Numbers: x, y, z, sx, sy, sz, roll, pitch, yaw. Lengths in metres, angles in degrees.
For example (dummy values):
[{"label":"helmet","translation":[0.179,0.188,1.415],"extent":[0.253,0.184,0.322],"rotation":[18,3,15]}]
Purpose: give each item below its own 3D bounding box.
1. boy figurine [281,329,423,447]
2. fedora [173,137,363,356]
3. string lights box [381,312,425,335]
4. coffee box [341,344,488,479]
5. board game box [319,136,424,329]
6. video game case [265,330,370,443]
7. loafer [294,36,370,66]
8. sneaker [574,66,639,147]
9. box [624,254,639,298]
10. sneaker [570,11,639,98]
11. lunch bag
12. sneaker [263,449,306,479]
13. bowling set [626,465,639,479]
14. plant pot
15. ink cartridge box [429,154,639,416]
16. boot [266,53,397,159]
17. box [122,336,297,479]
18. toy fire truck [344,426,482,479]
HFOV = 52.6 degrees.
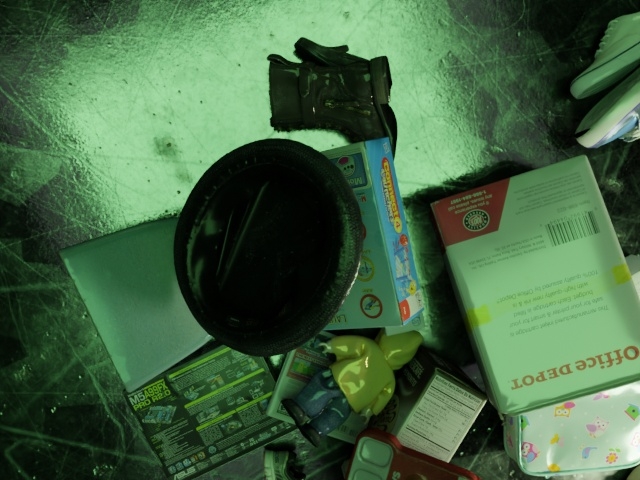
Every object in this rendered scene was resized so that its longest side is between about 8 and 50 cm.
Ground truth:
[{"label":"boy figurine","translation":[0.064,0.245,1.200],"extent":[0.285,0.092,0.177],"rotation":[-38,100,-15]},{"label":"fedora","translation":[-0.065,0.009,1.014],"extent":[0.334,0.152,0.334],"rotation":[1,93,23]},{"label":"string lights box","translation":[0.121,0.031,1.202],"extent":[0.077,0.133,0.259],"rotation":[-13,97,-4]},{"label":"coffee box","translation":[0.169,0.365,1.226],"extent":[0.119,0.168,0.297],"rotation":[30,93,-8]},{"label":"board game box","translation":[0.000,0.000,1.130],"extent":[0.308,0.086,0.301],"rotation":[-7,99,35]},{"label":"video game case","translation":[0.018,0.276,1.245],"extent":[0.201,0.023,0.183],"rotation":[23,83,-16]},{"label":"loafer","translation":[0.033,-0.334,1.196],"extent":[0.170,0.062,0.061],"rotation":[26,85,-16]},{"label":"sneaker","translation":[0.668,-0.222,1.214],"extent":[0.323,0.130,0.236],"rotation":[-42,93,-4]},{"label":"box","translation":[0.613,0.135,1.270],"extent":[0.130,0.091,0.170],"rotation":[-29,98,0]},{"label":"sneaker","translation":[0.566,-0.367,1.223],"extent":[0.258,0.094,0.091],"rotation":[-35,77,-2]},{"label":"lunch bag","translation":[0.494,0.349,1.278],"extent":[0.279,0.108,0.224],"rotation":[-2,98,-4]},{"label":"sneaker","translation":[-0.061,0.489,1.275],"extent":[0.075,0.063,0.170],"rotation":[-13,92,3]},{"label":"bowling set","translation":[0.717,0.606,1.283],"extent":[0.287,0.200,0.154],"rotation":[38,94,-3]},{"label":"plant pot","translation":[-0.275,0.075,1.131],"extent":[0.252,0.247,0.247],"rotation":[-26,98,-16]},{"label":"ink cartridge box","translation":[0.383,0.082,1.155],"extent":[0.279,0.160,0.384],"rotation":[-17,82,5]},{"label":"boot","translation":[0.021,-0.222,1.191],"extent":[0.229,0.091,0.263],"rotation":[-3,120,13]},{"label":"box","translation":[-0.208,0.318,1.248],"extent":[0.270,0.060,0.216],"rotation":[-26,97,-1]},{"label":"toy fire truck","translation":[0.140,0.494,1.090],"extent":[0.254,0.169,0.302],"rotation":[18,95,17]}]
